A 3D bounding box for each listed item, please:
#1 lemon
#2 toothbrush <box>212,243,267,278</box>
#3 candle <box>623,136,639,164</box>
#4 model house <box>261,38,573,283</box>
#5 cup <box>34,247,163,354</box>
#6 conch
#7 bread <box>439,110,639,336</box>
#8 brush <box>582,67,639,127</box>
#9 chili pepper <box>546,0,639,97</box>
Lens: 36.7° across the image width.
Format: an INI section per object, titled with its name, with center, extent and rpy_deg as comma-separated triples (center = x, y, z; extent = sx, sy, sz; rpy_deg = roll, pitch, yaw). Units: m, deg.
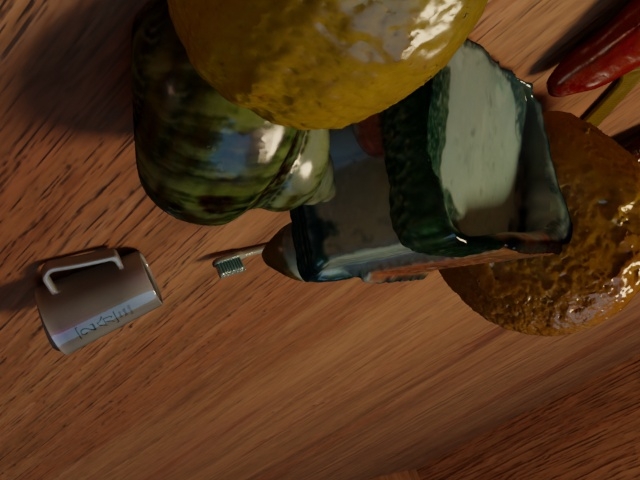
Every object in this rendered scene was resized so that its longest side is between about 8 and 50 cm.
[lemon]
center = 0.006, -0.152, 0.531
extent = 0.180, 0.180, 0.193
rpy_deg = -5, 128, -37
[toothbrush]
center = 0.000, 0.000, 1.104
extent = 0.263, 0.026, 0.022
rpy_deg = -15, 158, -24
[candle]
center = 0.408, -0.112, 1.170
extent = 0.301, 0.059, 0.084
rpy_deg = -28, 167, 15
[model house]
center = 0.050, -0.043, 0.888
extent = 0.291, 0.184, 0.253
rpy_deg = -18, 170, 32
[cup]
center = -0.227, 0.050, 0.959
extent = 0.116, 0.074, 0.104
rpy_deg = -24, 130, -3
[conch]
center = -0.055, -0.087, 0.704
extent = 0.187, 0.124, 0.181
rpy_deg = -43, 154, 27
[bread]
center = 0.231, -0.015, 1.008
extent = 0.240, 0.240, 0.139
rpy_deg = -27, 169, 13
[brush]
center = 0.321, -0.160, 1.040
extent = 0.082, 0.010, 0.218
rpy_deg = -12, 158, -24
[chili pepper]
center = 0.276, -0.180, 0.885
extent = 0.088, 0.065, 0.169
rpy_deg = 3, 152, -45
